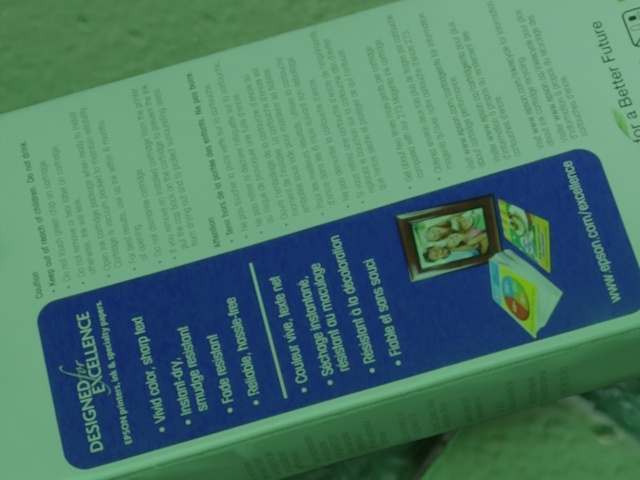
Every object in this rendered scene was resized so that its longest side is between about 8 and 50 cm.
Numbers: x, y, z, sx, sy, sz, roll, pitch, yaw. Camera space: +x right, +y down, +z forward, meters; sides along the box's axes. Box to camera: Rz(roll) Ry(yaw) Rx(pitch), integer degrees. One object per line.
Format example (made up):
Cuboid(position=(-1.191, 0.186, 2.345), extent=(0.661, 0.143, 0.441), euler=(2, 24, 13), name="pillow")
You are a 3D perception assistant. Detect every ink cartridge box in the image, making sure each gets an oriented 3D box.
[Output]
Cuboid(position=(0.000, 0.000, 0.815), extent=(0.371, 0.069, 0.176), euler=(-15, 63, -2), name="ink cartridge box")
